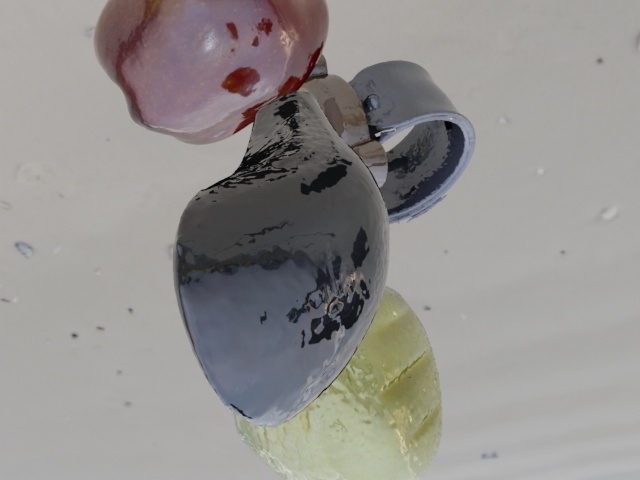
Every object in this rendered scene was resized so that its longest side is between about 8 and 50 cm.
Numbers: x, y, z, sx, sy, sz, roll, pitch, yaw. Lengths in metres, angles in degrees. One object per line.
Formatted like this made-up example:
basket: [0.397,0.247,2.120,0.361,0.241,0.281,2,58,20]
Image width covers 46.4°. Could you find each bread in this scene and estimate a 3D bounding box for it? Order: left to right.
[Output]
bread: [0.036,0.193,1.007,0.238,0.320,0.320,-1,143,26]

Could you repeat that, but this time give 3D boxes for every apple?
apple: [-0.145,-0.294,1.037,0.317,0.288,0.288,-36,128,22]

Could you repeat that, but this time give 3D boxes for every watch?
watch: [0.094,-0.155,1.370,0.327,0.314,0.335,-5,140,-33]

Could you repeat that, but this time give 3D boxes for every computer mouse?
computer mouse: [0.000,0.000,0.453,0.088,0.264,0.147,-16,115,15]
